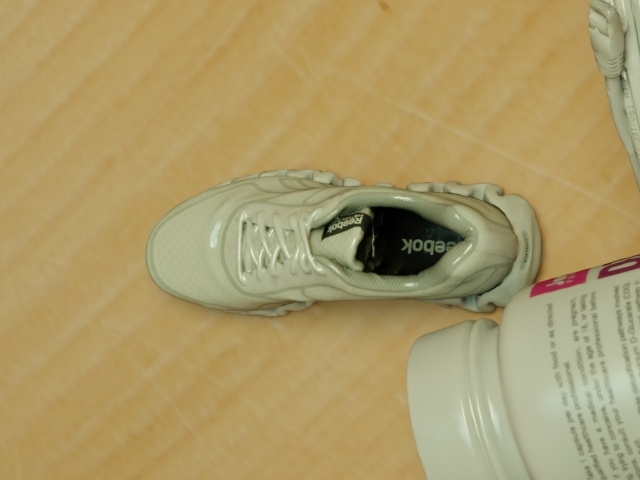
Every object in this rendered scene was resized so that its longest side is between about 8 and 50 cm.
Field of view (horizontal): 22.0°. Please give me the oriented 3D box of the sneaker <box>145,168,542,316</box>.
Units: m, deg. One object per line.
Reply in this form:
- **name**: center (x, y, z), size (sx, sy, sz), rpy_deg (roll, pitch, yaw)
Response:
- **sneaker**: center (0.000, 0.000, 1.143), size (0.292, 0.118, 0.110), rpy_deg (-3, 88, 23)

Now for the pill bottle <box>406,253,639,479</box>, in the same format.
- **pill bottle**: center (0.208, 0.088, 1.031), size (0.283, 0.160, 0.160), rpy_deg (-17, 82, 20)

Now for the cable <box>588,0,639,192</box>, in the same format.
- **cable**: center (0.218, -0.133, 0.987), size (0.089, 0.257, 0.257), rpy_deg (-11, 42, 16)
